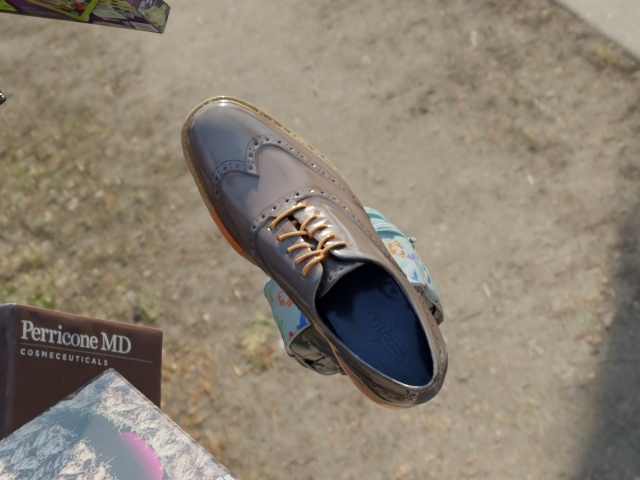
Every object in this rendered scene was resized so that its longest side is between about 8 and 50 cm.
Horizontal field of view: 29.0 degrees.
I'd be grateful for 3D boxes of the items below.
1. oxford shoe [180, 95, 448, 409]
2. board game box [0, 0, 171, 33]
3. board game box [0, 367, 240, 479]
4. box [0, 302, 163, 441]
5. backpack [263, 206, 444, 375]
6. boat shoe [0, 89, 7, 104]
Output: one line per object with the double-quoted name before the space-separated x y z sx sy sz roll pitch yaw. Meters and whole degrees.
"oxford shoe" 0.000 0.000 1.167 0.130 0.363 0.133 -41 -5 -6
"board game box" -0.400 -0.358 1.679 0.347 0.208 0.056 11 84 21
"board game box" -0.178 0.248 0.768 0.291 0.141 0.232 -35 30 -20
"box" -0.257 0.262 1.142 0.143 0.191 0.381 -14 71 37
"backpack" 0.038 0.069 1.680 0.225 0.253 0.191 -25 74 8
"boat shoe" -0.351 -0.113 1.187 0.049 0.042 0.133 -27 21 45
